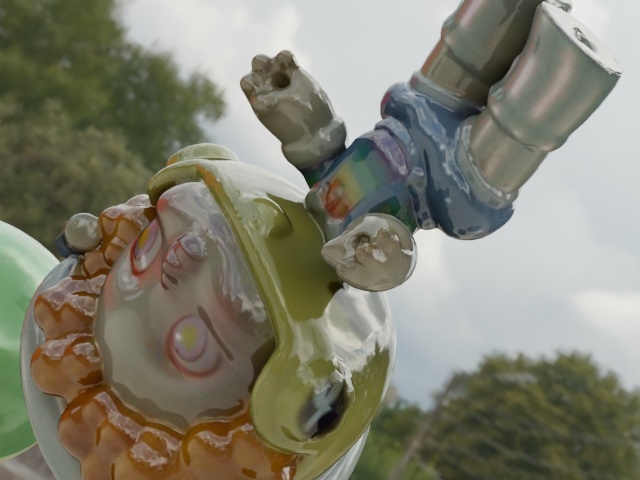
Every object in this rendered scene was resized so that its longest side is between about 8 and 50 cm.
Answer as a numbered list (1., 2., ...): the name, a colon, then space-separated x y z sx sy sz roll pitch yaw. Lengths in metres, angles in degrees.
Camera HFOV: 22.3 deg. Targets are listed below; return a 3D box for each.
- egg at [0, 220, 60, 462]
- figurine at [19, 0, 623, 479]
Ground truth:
1. egg: -0.326 0.081 1.349 0.270 0.220 0.220 6 -6 -13
2. figurine: 0.014 0.023 0.876 0.382 0.224 0.205 -31 -28 31
